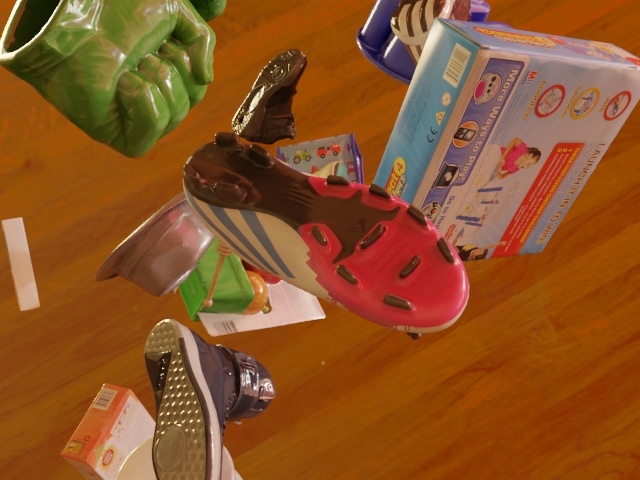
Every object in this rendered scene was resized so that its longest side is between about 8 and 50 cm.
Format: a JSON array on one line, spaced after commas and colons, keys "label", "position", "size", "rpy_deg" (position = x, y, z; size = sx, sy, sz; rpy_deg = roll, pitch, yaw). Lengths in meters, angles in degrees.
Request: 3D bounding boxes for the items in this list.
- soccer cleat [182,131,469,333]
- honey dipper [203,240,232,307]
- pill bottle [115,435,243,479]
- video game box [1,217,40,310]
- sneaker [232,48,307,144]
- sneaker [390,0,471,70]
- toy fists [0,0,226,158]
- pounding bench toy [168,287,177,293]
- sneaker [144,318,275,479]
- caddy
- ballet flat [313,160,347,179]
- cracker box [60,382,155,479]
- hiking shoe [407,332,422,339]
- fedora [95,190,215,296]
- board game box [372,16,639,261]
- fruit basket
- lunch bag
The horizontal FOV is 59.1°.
[{"label": "soccer cleat", "position": [0.000, 0.000, 0.578], "size": [0.331, 0.143, 0.116], "rpy_deg": [30, 66, 26]}, {"label": "honey dipper", "position": [-0.192, 0.058, 1.049], "size": [0.031, 0.030, 0.160], "rpy_deg": [25, 114, 6]}, {"label": "pill bottle", "position": [-0.164, 0.371, 0.704], "size": [0.162, 0.278, 0.162], "rpy_deg": [1, 39, -1]}, {"label": "video game box", "position": [-0.697, 0.052, 1.312], "size": [0.048, 0.187, 0.205], "rpy_deg": [-11, 94, -26]}, {"label": "sneaker", "position": [-0.086, -0.307, 1.246], "size": [0.227, 0.130, 0.087], "rpy_deg": [-55, 50, 15]}, {"label": "sneaker", "position": [0.181, -0.304, 0.837], "size": [0.107, 0.162, 0.281], "rpy_deg": [-6, 37, 32]}, {"label": "toy fists", "position": [-0.142, -0.204, 0.469], "size": [0.096, 0.142, 0.279], "rpy_deg": [-7, 62, 29]}, {"label": "pounding bench toy", "position": [-0.440, 0.123, 1.704], "size": [0.083, 0.065, 0.052], "rpy_deg": [4, 120, 11]}, {"label": "sneaker", "position": [-0.111, 0.205, 0.645], "size": [0.086, 0.163, 0.226], "rpy_deg": [-37, 44, 14]}, {"label": "caddy", "position": [0.242, -0.416, 1.201], "size": [0.341, 0.179, 0.241], "rpy_deg": [-3, 49, -30]}, {"label": "ballet flat", "position": [0.001, -0.046, 1.064], "size": [0.086, 0.086, 0.248], "rpy_deg": [8, 52, 2]}, {"label": "cracker box", "position": [-0.412, 0.421, 1.154], "size": [0.067, 0.232, 0.155], "rpy_deg": [7, 48, 18]}, {"label": "hiking shoe", "position": [0.207, 0.107, 1.229], "size": [0.132, 0.304, 0.113], "rpy_deg": [-36, 50, -13]}, {"label": "fedora", "position": [-0.311, 0.023, 1.159], "size": [0.124, 0.244, 0.275], "rpy_deg": [42, 45, -4]}, {"label": "board game box", "position": [0.233, -0.111, 0.741], "size": [0.302, 0.308, 0.086], "rpy_deg": [-5, 42, -29]}, {"label": "fruit basket", "position": [-0.190, 0.086, 1.422], "size": [0.165, 0.353, 0.327], "rpy_deg": [-47, 60, 32]}, {"label": "lunch bag", "position": [0.008, -0.118, 1.532], "size": [0.221, 0.138, 0.293], "rpy_deg": [-9, 67, 11]}]
